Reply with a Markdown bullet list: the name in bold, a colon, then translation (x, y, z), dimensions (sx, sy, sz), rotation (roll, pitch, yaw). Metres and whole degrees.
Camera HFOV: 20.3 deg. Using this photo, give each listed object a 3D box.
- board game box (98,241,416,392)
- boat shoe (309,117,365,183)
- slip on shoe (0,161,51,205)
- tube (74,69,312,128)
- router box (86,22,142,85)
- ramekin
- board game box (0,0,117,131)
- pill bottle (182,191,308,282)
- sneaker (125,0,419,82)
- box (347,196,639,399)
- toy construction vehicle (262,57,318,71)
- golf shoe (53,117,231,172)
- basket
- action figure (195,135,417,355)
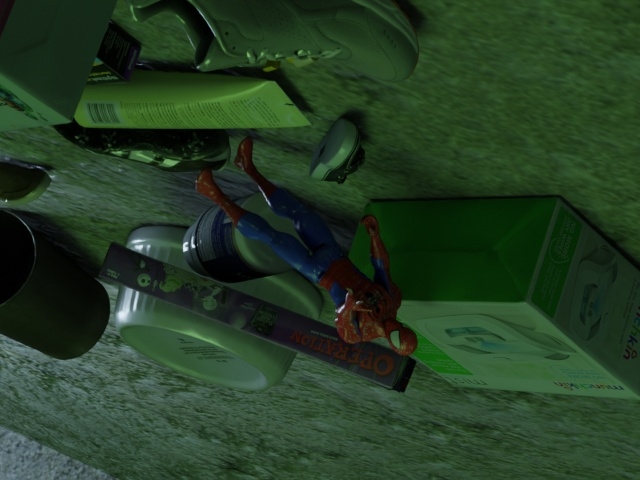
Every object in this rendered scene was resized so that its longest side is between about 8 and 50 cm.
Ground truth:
- **board game box**: translation (-0.065, 0.090, 2.024), dimensions (0.346, 0.056, 0.208), rotation (21, 173, 9)
- **boat shoe**: translation (0.023, -0.086, 1.767), dimensions (0.040, 0.049, 0.142), rotation (17, 168, -9)
- **slip on shoe**: translation (-0.386, -0.076, 2.198), dimensions (0.135, 0.051, 0.041), rotation (9, 148, 45)
- **tube**: translation (-0.132, -0.138, 1.764), dimensions (0.240, 0.062, 0.070), rotation (4, -160, 27)
- **router box**: translation (-0.282, -0.200, 1.744), dimensions (0.179, 0.046, 0.133), rotation (1, 154, 43)
- **ramekin**: translation (-0.142, 0.095, 2.299), dimensions (0.273, 0.127, 0.273), rotation (18, 161, 6)
- **board game box**: translation (-0.285, -0.203, 1.465), dimensions (0.097, 0.224, 0.303), rotation (32, 157, -36)
- **pill bottle**: translation (-0.090, -0.001, 2.032), dimensions (0.094, 0.094, 0.169), rotation (28, 160, -24)
- **sneaker**: translation (-0.046, -0.175, 1.464), dimensions (0.262, 0.121, 0.099), rotation (25, 161, -16)
- **box**: translation (0.193, 0.060, 1.879), dimensions (0.262, 0.127, 0.231), rotation (0, 151, 44)
- **toy construction vehicle**: translation (-0.054, -0.186, 1.589), dimensions (0.098, 0.035, 0.086), rotation (30, 148, -34)
- **golf shoe**: translation (-0.186, -0.105, 1.869), dimensions (0.198, 0.077, 0.094), rotation (14, 161, 20)
- **basket**: translation (-0.406, 0.069, 2.465), dimensions (0.204, 0.154, 0.227), rotation (8, 162, 32)
- **action figure**: translation (0.000, 0.000, 1.769), dimensions (0.280, 0.091, 0.139), rotation (45, 156, 13)
